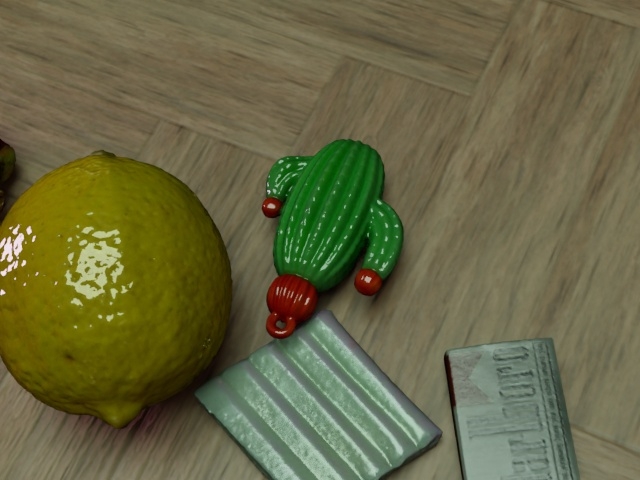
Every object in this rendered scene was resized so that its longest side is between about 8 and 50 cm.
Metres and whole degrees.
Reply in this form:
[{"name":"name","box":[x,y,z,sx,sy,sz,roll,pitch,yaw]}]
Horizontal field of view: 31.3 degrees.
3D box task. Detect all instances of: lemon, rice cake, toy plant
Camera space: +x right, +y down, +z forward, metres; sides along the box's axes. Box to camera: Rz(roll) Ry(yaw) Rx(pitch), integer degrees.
[{"name":"lemon","box":[-0.213,0.047,1.163,0.267,0.267,0.267,-2,63,5]},{"name":"rice cake","box":[-0.004,0.180,1.185,0.189,0.037,0.198,-32,64,-11]},{"name":"toy plant","box":[0.013,-0.005,1.243,0.155,0.088,0.240,-5,57,0]}]

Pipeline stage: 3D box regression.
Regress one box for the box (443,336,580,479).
[{"name":"box","box":[0.193,0.191,1.159,0.115,0.036,0.177,-7,63,3]}]

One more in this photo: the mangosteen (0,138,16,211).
[{"name":"mangosteen","box":[-0.433,-0.091,1.310,0.180,0.166,0.166,41,72,-5]}]
